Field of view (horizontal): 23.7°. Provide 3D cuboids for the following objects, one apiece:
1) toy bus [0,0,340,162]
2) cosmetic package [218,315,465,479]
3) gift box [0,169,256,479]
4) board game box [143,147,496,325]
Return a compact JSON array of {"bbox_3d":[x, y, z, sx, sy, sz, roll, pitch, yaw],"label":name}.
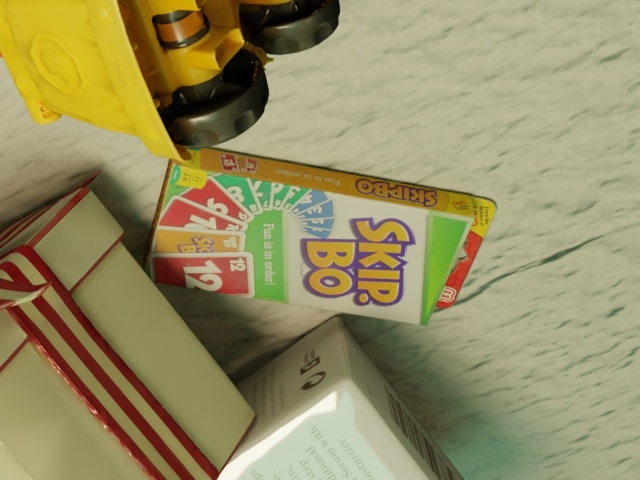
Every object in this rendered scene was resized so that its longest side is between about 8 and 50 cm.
[{"bbox_3d":[-0.115,-0.167,0.959,0.211,0.220,0.149,8,134,35],"label":"toy bus"},{"bbox_3d":[-0.099,0.294,1.252,0.453,0.161,0.230,-35,104,7],"label":"cosmetic package"},{"bbox_3d":[-0.217,0.115,1.107,0.276,0.255,0.258,-30,106,29],"label":"gift box"},{"bbox_3d":[0.000,0.000,1.194,0.259,0.039,0.124,8,132,-14],"label":"board game box"}]
